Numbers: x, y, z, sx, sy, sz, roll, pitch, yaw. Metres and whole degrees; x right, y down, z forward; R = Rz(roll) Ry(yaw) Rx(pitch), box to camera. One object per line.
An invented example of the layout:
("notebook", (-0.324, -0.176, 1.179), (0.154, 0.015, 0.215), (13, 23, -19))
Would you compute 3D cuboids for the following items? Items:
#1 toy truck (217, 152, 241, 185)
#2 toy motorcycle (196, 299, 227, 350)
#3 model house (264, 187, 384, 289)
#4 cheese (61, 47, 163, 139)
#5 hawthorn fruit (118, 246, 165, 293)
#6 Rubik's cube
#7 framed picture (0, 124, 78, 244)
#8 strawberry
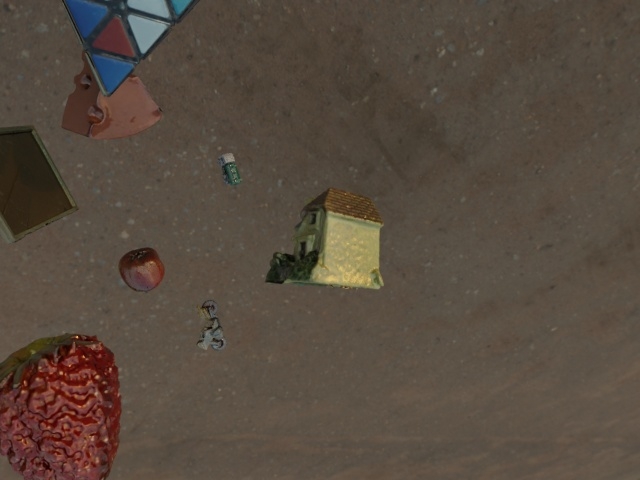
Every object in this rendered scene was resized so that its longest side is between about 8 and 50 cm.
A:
("toy truck", (-0.224, -0.177, 1.173), (0.039, 0.083, 0.044), (-19, -178, -30))
("toy motorcycle", (-0.491, 0.379, 2.052), (0.129, 0.229, 0.094), (-14, -175, -13))
("model house", (0.000, 0.000, 1.287), (0.261, 0.266, 0.321), (10, 172, -29))
("cheese", (-0.488, -0.303, 1.059), (0.177, 0.128, 0.203), (-57, 151, -22))
("hawthorn fruit", (-0.704, 0.126, 1.868), (0.169, 0.169, 0.188), (-7, 125, -14))
("Rubik's cube", (-0.405, -0.396, 0.919), (0.284, 0.250, 0.234), (6, 98, -29))
("framed picture", (-0.704, -0.147, 1.112), (0.022, 0.335, 0.247), (-21, 107, 2))
("strawberry", (-0.557, 0.378, 1.039), (0.292, 0.292, 0.343), (-17, 103, -1))
